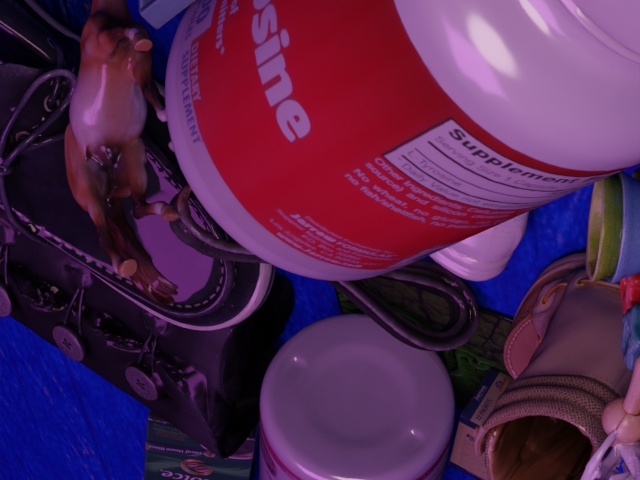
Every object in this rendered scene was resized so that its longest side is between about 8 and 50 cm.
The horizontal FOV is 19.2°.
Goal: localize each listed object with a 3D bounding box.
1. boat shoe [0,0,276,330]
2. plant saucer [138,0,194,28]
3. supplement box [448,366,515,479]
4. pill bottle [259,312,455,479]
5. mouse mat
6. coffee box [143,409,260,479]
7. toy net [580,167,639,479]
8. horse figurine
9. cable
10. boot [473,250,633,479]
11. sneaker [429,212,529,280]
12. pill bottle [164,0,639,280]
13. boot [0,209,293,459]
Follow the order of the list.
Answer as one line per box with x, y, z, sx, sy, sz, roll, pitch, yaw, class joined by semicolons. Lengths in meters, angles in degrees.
-0.244;-0.099;1.510;0.500;0.156;0.187;45;120;-8;boat shoe
-0.102;-0.237;1.219;0.018;0.192;0.067;6;164;-30;plant saucer
0.158;0.163;1.554;0.083;0.056;0.083;26;147;15;supplement box
0.027;0.196;1.637;0.160;0.160;0.283;30;153;15;pill bottle
0.095;0.088;1.583;0.190;0.007;0.152;20;145;30;mouse mat
-0.121;0.218;1.914;0.113;0.040;0.184;12;147;-1;coffee box
0.178;0.072;1.148;0.045;0.232;0.122;3;-176;-1;toy net
-0.144;-0.084;1.380;0.174;0.066;0.263;-131;40;-56;horse figurine
0.000;0.000;1.440;0.287;0.139;0.072;43;158;-8;cable
0.168;0.103;1.329;0.095;0.203;0.262;42;150;-6;boot
0.058;-0.060;1.375;0.212;0.080;0.094;29;137;4;sneaker
0.092;-0.128;1.082;0.229;0.229;0.408;46;148;-11;pill bottle
-0.244;0.070;1.807;0.445;0.146;0.367;25;149;14;boot
